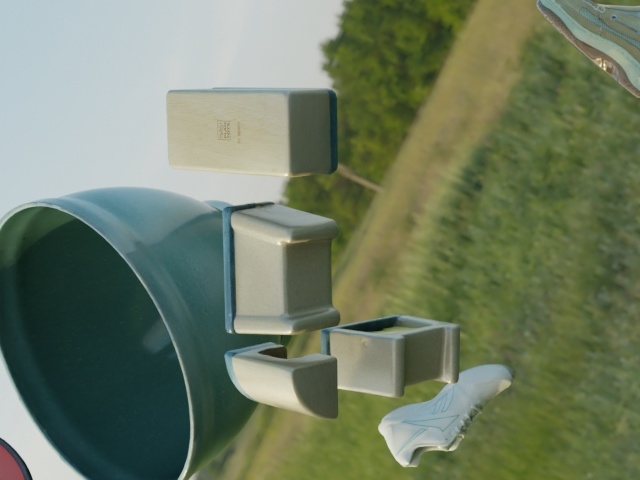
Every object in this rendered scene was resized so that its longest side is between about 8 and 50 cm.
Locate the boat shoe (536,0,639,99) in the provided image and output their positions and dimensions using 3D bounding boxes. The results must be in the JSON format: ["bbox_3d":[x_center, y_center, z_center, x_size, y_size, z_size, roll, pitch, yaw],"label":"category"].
[{"bbox_3d":[0.264,-0.172,1.130,0.072,0.190,0.068,-51,-37,13],"label":"boat shoe"}]

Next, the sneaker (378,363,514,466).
[{"bbox_3d":[0.135,0.179,1.346,0.152,0.053,0.061,-33,53,13],"label":"sneaker"}]

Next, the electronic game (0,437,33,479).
[{"bbox_3d":[-0.350,0.231,1.095,0.229,0.229,0.048,-65,-17,-49],"label":"electronic game"}]

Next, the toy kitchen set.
[{"bbox_3d":[0.000,0.000,0.890,0.166,0.122,0.207,-8,-79,-43],"label":"toy kitchen set"}]

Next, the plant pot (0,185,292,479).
[{"bbox_3d":[-0.148,0.072,1.250,0.196,0.293,0.293,-26,-28,-41],"label":"plant pot"}]
